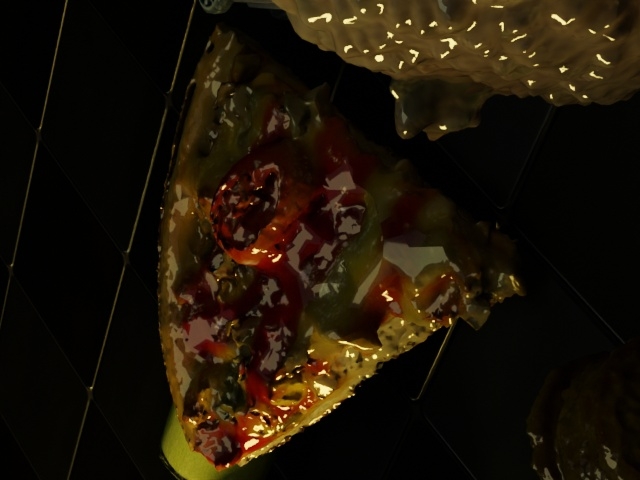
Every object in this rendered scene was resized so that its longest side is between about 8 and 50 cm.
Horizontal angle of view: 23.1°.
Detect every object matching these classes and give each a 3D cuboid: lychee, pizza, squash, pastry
[{"bbox_3d":[0.123,-0.270,1.028,0.380,0.380,0.432,32,113,46],"label":"lychee"},{"bbox_3d":[0.000,0.000,1.444,0.406,0.130,0.440,-1,87,40],"label":"pizza"},{"bbox_3d":[-0.079,0.148,1.663,0.132,0.132,0.247,51,134,32],"label":"squash"},{"bbox_3d":[0.251,0.158,1.156,0.103,0.188,0.189,-36,71,50],"label":"pastry"}]

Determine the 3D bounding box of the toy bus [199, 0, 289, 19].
[{"bbox_3d":[-0.017,-0.272,1.460,0.329,0.109,0.136,15,103,52],"label":"toy bus"}]
